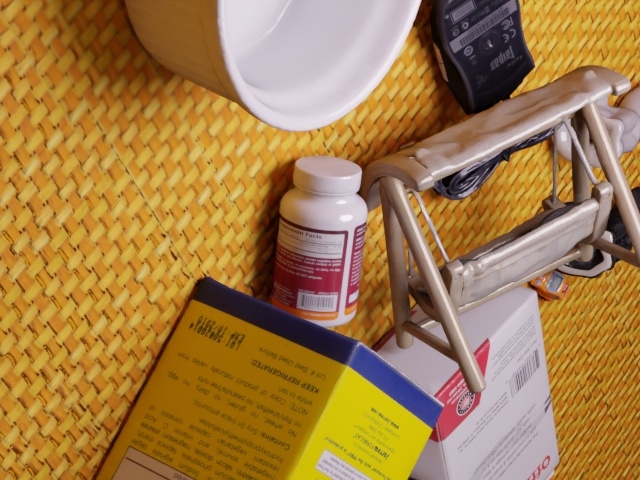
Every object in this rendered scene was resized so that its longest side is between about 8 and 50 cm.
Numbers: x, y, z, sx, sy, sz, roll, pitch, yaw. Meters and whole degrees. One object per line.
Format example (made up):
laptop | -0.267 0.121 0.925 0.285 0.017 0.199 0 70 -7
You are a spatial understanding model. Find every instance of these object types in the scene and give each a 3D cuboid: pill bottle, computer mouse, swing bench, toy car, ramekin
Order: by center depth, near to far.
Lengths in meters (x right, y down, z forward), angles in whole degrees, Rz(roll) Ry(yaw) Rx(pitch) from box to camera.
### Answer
ramekin | -0.039 -0.242 1.576 0.277 0.135 0.277 -30 130 -42
pill bottle | 0.000 0.000 1.798 0.086 0.086 0.152 -18 121 -48
swing bench | 0.190 -0.026 1.905 0.253 0.165 0.255 -25 115 -20
computer mouse | 0.140 -0.164 1.935 0.184 0.060 0.262 -39 135 -6
toy car | 0.300 0.027 2.252 0.122 0.040 0.060 -49 140 -25

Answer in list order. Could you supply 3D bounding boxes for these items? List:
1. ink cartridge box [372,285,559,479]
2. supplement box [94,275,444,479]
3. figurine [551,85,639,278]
ink cartridge box | 0.158 0.198 2.088 0.197 0.114 0.273 -43 136 -33
supplement box | -0.075 0.248 1.735 0.357 0.194 0.195 -62 144 -9
figurine | 0.350 -0.079 2.224 0.209 0.092 0.215 -19 115 -57
